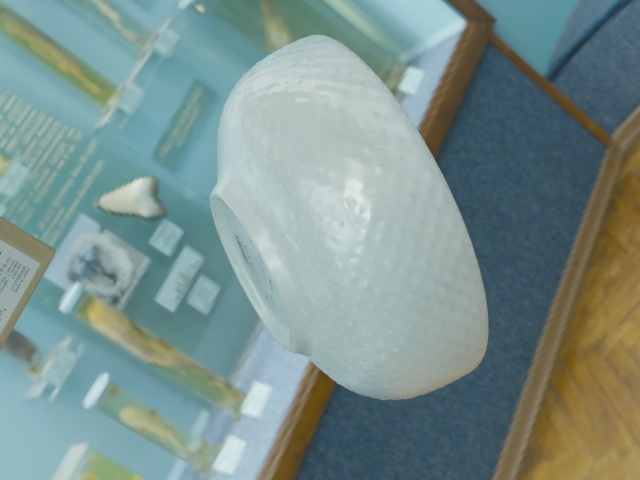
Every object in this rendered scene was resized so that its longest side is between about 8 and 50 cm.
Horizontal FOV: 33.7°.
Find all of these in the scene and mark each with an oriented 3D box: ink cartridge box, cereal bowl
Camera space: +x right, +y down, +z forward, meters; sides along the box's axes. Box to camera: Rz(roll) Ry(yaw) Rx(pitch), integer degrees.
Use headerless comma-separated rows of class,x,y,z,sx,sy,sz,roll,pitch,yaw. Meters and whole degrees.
ink cartridge box,-0.473,0.063,1.308,0.088,0.193,0.235,2,62,54
cereal bowl,0.000,0.000,0.944,0.141,0.339,0.339,-28,16,-14
